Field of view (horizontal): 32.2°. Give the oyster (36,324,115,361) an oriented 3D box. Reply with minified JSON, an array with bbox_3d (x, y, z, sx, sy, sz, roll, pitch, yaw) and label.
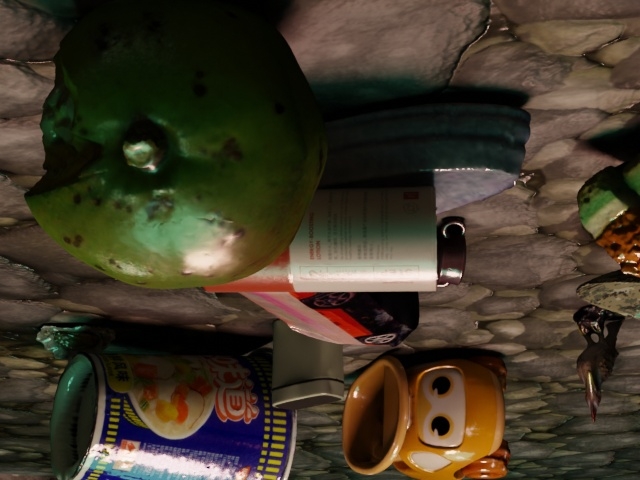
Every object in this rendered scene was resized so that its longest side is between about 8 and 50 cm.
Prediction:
[{"bbox_3d":[-0.377,0.145,1.695,0.100,0.037,0.098,30,130,-21],"label":"oyster"}]

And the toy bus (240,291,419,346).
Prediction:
[{"bbox_3d":[0.009,0.036,1.283,0.147,0.127,0.303,-3,161,20],"label":"toy bus"}]

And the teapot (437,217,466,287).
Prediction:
[{"bbox_3d":[0.149,0.016,1.317,0.045,0.067,0.100,2,124,-3],"label":"teapot"}]

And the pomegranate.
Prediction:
[{"bbox_3d":[-0.116,-0.075,0.895,0.236,0.235,0.302,2,-178,-8],"label":"pomegranate"}]

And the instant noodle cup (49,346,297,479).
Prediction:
[{"bbox_3d":[-0.234,0.282,1.698,0.313,0.284,0.284,12,156,-30],"label":"instant noodle cup"}]

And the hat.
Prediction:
[{"bbox_3d":[0.437,0.031,1.279,0.266,0.128,0.265,13,165,4],"label":"hat"}]

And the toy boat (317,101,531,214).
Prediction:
[{"bbox_3d":[0.064,-0.072,1.065,0.283,0.078,0.127,-9,154,24],"label":"toy boat"}]

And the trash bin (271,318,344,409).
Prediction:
[{"bbox_3d":[-0.019,0.176,1.637,0.116,0.129,0.059,-18,153,38],"label":"trash bin"}]

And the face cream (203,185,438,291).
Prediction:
[{"bbox_3d":[0.000,0.000,1.017,0.214,0.095,0.096,-1,159,6],"label":"face cream"}]

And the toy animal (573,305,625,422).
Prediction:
[{"bbox_3d":[0.404,0.173,1.608,0.070,0.202,0.105,-20,129,36],"label":"toy animal"}]

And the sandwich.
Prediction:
[{"bbox_3d":[0.399,-0.009,1.095,0.292,0.212,0.109,23,136,-9],"label":"sandwich"}]

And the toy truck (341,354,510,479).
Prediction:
[{"bbox_3d":[0.183,0.305,1.880,0.212,0.204,0.288,12,157,-24],"label":"toy truck"}]
